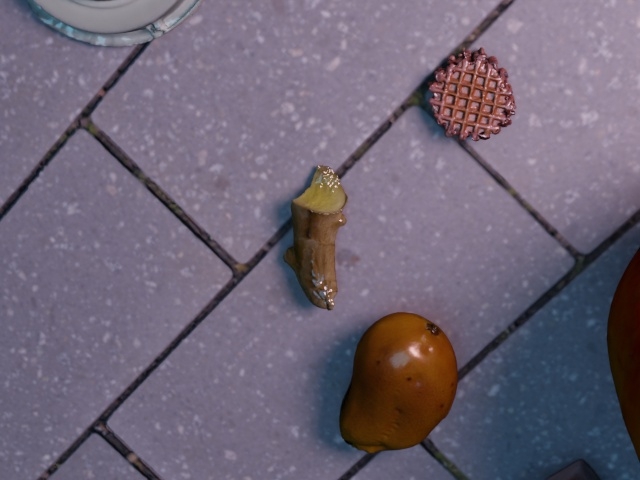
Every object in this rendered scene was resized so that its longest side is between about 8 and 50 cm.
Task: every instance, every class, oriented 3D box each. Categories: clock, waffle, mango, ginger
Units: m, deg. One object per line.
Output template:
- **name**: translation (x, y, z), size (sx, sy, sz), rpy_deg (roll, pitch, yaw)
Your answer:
- **clock**: translation (-0.204, -0.293, 1.178), size (0.236, 0.053, 0.236), rpy_deg (4, 108, 12)
- **waffle**: translation (0.136, -0.130, 1.155), size (0.075, 0.029, 0.083), rpy_deg (-26, 96, 17)
- **mango**: translation (0.077, 0.138, 1.229), size (0.105, 0.084, 0.159), rpy_deg (25, 133, 6)
- **ginger**: translation (-0.005, -0.002, 1.226), size (0.057, 0.044, 0.137), rpy_deg (2, 110, -5)

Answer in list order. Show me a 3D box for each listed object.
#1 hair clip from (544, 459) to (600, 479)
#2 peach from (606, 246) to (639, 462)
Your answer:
- **hair clip**: translation (0.141, 0.335, 1.267), size (0.331, 0.101, 0.085), rpy_deg (-40, 89, 20)
- **peach**: translation (0.421, 0.102, 0.986), size (0.388, 0.388, 0.388), rpy_deg (4, 108, 13)
